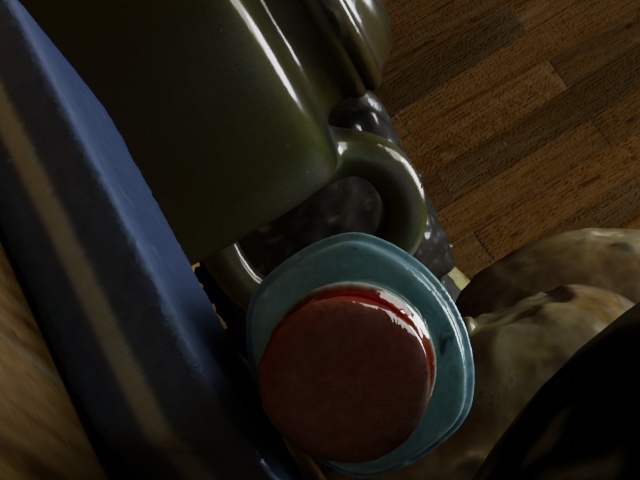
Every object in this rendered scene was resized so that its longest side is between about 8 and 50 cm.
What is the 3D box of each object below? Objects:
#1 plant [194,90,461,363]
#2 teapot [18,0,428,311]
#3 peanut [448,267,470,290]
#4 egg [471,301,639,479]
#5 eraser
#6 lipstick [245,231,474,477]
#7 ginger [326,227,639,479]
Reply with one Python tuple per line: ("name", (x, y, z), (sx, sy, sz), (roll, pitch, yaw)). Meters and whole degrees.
("plant", (0.000, 0.000, 0.997), (0.131, 0.142, 0.203), (47, -20, 49))
("teapot", (-0.041, -0.089, 0.781), (0.267, 0.175, 0.185), (58, 3, -20))
("peanut", (0.022, 0.047, 1.216), (0.147, 0.147, 0.305), (58, -3, -35))
("egg", (0.172, 0.148, 0.442), (0.379, 0.287, 0.287), (37, 16, -46))
("eraser", (-0.064, 0.005, 0.578), (0.225, 0.036, 0.082), (59, 1, 39))
("lipstick", (0.010, 0.032, 0.523), (0.068, 0.061, 0.274), (59, 1, 2))
("ginger", (0.138, 0.089, 0.925), (0.375, 0.256, 0.176), (-71, 147, -76))
